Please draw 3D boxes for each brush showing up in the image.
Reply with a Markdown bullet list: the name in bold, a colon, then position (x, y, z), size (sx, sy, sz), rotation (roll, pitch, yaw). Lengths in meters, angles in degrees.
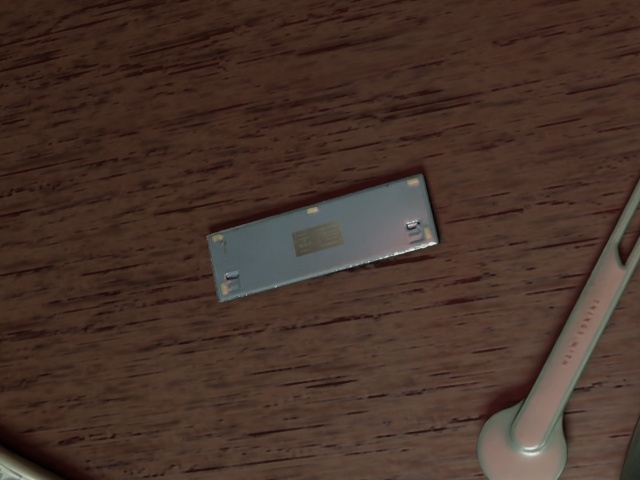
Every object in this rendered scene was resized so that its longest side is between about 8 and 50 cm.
- **brush**: position (0.187, 0.053, 0.837), size (0.062, 0.027, 0.266), rotation (27, 90, 18)

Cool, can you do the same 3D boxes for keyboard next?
- **keyboard**: position (0.000, 0.000, 0.905), size (0.176, 0.014, 0.055), rotation (-16, 79, 16)

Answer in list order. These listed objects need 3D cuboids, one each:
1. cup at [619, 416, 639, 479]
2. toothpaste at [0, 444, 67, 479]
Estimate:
- **cup**: position (0.284, 0.146, 0.728), size (0.150, 0.199, 0.199), rotation (22, 92, 0)
- **toothpaste**: position (-0.230, 0.195, 0.948), size (0.239, 0.039, 0.062), rotation (26, 97, 17)
